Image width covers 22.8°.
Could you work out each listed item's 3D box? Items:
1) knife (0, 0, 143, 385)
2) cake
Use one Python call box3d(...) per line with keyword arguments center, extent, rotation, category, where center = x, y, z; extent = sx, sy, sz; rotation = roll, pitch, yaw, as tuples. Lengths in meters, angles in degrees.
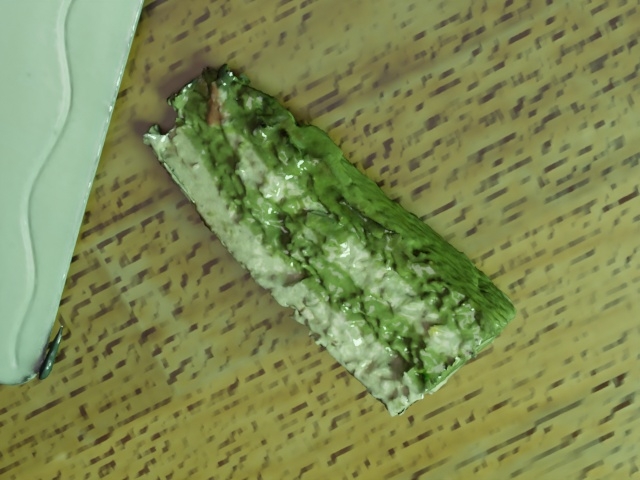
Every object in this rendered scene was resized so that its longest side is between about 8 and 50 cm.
box3d(center=(-0.076, -0.107, 0.514), extent=(0.081, 0.043, 0.336), rotation=(23, 104, 4), category="knife")
box3d(center=(0.000, 0.000, 0.526), extent=(0.140, 0.055, 0.051), rotation=(40, 107, -4), category="cake")
